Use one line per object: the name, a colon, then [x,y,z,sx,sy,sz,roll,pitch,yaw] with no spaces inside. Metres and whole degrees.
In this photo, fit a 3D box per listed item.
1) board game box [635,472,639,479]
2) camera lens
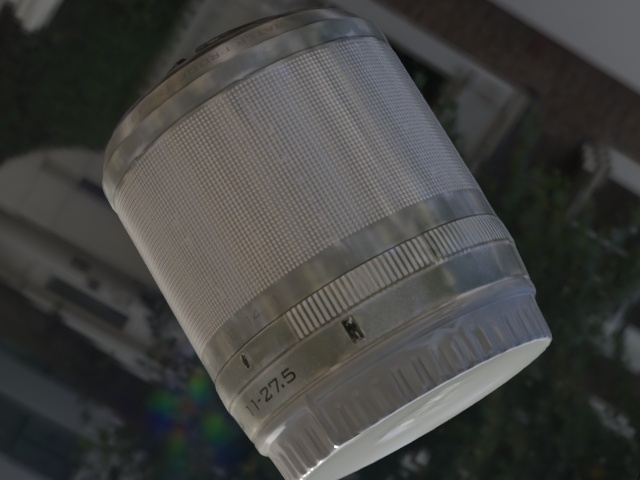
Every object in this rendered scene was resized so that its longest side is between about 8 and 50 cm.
board game box: [0.238,0.112,0.882,0.259,0.136,0.030,108,-29,-50]
camera lens: [0.000,0.000,1.132,0.219,0.274,0.219,-29,167,-8]
